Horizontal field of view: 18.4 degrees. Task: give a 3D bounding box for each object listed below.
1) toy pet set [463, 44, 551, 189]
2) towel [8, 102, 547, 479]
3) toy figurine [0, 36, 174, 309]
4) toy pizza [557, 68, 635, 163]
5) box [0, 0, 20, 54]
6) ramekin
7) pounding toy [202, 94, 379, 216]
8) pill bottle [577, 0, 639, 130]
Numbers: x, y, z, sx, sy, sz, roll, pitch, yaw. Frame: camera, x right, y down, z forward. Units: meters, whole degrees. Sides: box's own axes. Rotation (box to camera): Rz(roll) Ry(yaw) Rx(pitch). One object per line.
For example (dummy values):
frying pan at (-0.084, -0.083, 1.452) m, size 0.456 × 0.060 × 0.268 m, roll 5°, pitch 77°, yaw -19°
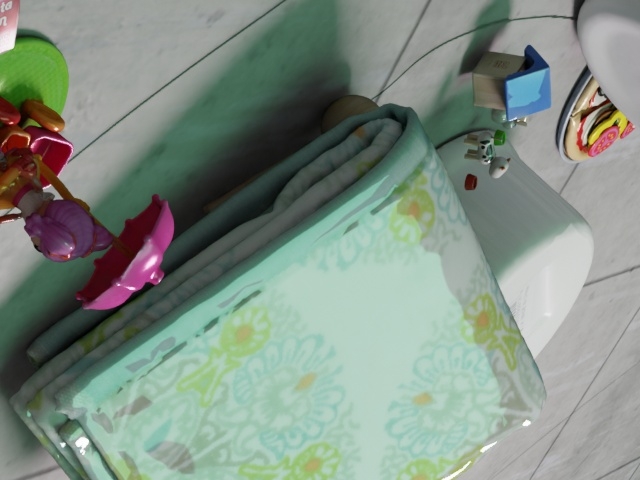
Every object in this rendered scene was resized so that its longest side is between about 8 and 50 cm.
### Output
toy pet set at (0.175, -0.114, 1.736) m, size 0.122 × 0.065 × 0.114 m, roll -56°, pitch 149°, yaw -45°
towel at (-0.023, 0.113, 1.543) m, size 0.374 × 0.090 × 0.320 m, roll -35°, pitch 128°, yaw -10°
toy figurine at (-0.163, -0.028, 1.170) m, size 0.130 × 0.159 × 0.173 m, roll -55°, pitch 156°, yaw 12°
toy pizza at (0.316, -0.156, 2.009) m, size 0.201 × 0.032 × 0.201 m, roll -40°, pitch 155°, yaw -23°
box at (-0.266, -0.121, 0.880) m, size 0.257 × 0.128 × 0.123 m, roll -30°, pitch 150°, yaw -38°
ramekin at (0.131, 0.046, 1.848) m, size 0.277 × 0.135 × 0.277 m, roll -40°, pitch 156°, yaw -23°
pounding toy at (0.000, 0.000, 1.619) m, size 0.183 × 0.110 × 0.237 m, roll -33°, pitch 124°, yaw -12°
pill bottle at (0.429, -0.256, 1.833) m, size 0.363 × 0.210 × 0.210 m, roll -43°, pitch 156°, yaw -15°
